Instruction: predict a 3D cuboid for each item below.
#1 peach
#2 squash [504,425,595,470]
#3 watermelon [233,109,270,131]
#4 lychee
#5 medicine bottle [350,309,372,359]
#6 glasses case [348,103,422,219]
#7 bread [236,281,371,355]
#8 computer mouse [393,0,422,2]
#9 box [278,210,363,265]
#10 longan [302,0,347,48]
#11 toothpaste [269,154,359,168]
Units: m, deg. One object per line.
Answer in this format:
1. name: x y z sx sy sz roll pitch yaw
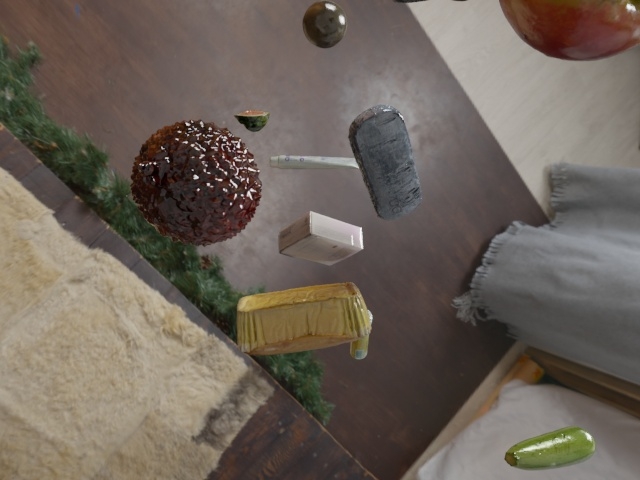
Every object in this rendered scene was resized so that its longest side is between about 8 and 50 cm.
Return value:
1. peach: 0.579 -0.591 1.106 0.389 0.388 0.387 -2 95 -21
2. squash: 0.434 0.394 0.941 0.201 0.066 0.066 -1 95 -21
3. watermelon: -0.230 -0.424 1.788 0.163 0.087 0.068 -35 135 -56
4. lychee: -0.417 -0.189 1.637 0.500 0.425 0.423 17 88 -59
5. medicine bottle: 0.134 0.324 1.711 0.074 0.074 0.218 -21 139 -18
6. glasses case: 0.134 -0.146 0.999 0.109 0.067 0.282 -26 138 1
7. bread: -0.038 0.165 1.067 0.289 0.152 0.119 -8 103 -2
8. computer mouse: 0.313 -0.777 1.414 0.324 0.182 0.116 -24 62 -28
9. box: 0.000 0.000 1.879 0.252 0.203 0.106 17 58 -33
10. longan: 0.016 -0.807 1.872 0.168 0.187 0.167 -1 69 3
11. toothpaste: -0.011 -0.183 1.181 0.219 0.052 0.033 1 126 5
